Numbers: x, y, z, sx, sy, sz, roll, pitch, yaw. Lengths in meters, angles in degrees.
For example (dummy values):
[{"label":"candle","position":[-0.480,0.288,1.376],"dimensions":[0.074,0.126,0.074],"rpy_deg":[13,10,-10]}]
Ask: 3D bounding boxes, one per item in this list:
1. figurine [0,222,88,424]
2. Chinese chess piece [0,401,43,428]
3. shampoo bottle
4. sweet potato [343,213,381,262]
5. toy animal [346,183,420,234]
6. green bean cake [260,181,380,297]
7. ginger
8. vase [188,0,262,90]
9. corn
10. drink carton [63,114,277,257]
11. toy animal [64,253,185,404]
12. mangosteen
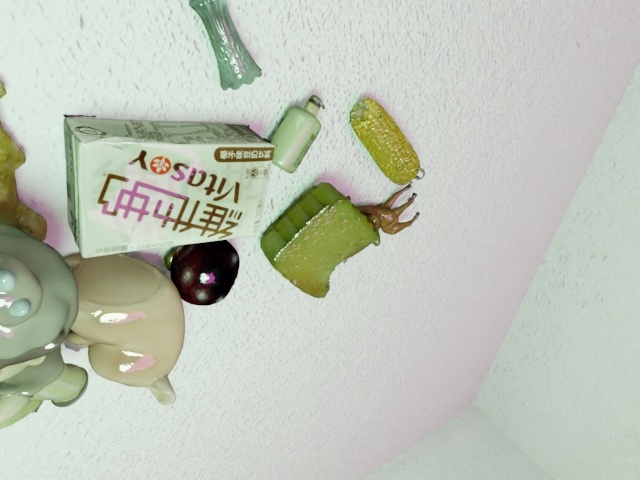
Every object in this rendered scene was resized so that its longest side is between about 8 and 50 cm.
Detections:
[{"label":"figurine","position":[-0.439,0.125,0.606],"dimensions":[0.380,0.248,0.203],"rpy_deg":[99,19,-44]},{"label":"Chinese chess piece","position":[-0.582,0.254,0.763],"dimensions":[0.188,0.083,0.188],"rpy_deg":[-24,135,-26]},{"label":"shampoo bottle","position":[-0.047,-0.223,0.891],"dimensions":[0.079,0.079,0.162],"rpy_deg":[23,102,-48]},{"label":"sweet potato","position":[0.113,-0.005,1.181],"dimensions":[0.050,0.050,0.214],"rpy_deg":[-19,154,-32]},{"label":"toy animal","position":[0.167,-0.083,1.201],"dimensions":[0.230,0.066,0.224],"rpy_deg":[-32,138,-8]},{"label":"green bean cake","position":[0.000,0.000,1.043],"dimensions":[0.236,0.124,0.233],"rpy_deg":[-44,136,4]},{"label":"ginger","position":[-0.474,-0.107,0.605],"dimensions":[0.118,0.065,0.299],"rpy_deg":[-28,137,-42]},{"label":"vase","position":[-0.158,-0.334,0.715],"dimensions":[0.081,0.081,0.148],"rpy_deg":[-36,135,-16]},{"label":"corn","position":[0.161,-0.230,1.060],"dimensions":[0.106,0.106,0.293],"rpy_deg":[-52,138,2]},{"label":"drink carton","position":[-0.252,-0.099,0.762],"dimensions":[0.324,0.132,0.194],"rpy_deg":[-8,123,-37]},{"label":"toy animal","position":[-0.364,0.164,0.811],"dimensions":[0.213,0.195,0.256],"rpy_deg":[2,126,-11]},{"label":"mangosteen","position":[-0.243,0.056,0.891],"dimensions":[0.152,0.152,0.152],"rpy_deg":[-23,133,-28]}]
